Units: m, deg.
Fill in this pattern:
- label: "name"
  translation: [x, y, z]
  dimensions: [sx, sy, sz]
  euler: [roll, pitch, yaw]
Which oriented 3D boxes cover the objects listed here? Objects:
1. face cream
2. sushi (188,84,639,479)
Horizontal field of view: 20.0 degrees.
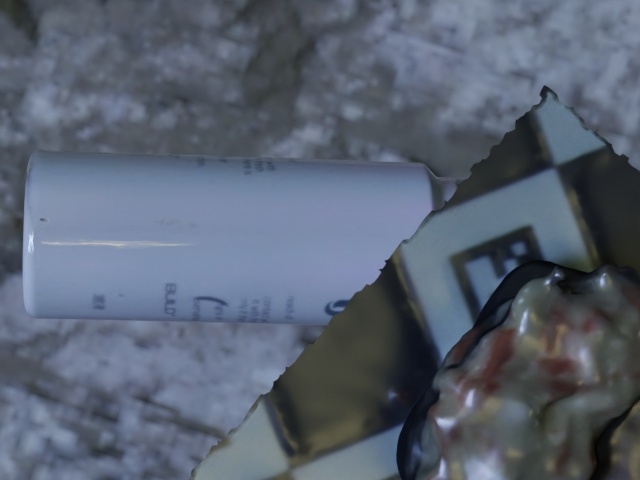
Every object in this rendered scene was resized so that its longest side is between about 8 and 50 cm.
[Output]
- label: "face cream"
  translation: [0.000, 0.000, 0.967]
  dimensions: [0.311, 0.092, 0.092]
  euler: [1, 171, -6]
- label: "sushi"
  translation: [0.084, 0.149, 0.549]
  dimensions: [0.294, 0.292, 0.059]
  euler: [42, 175, -6]
